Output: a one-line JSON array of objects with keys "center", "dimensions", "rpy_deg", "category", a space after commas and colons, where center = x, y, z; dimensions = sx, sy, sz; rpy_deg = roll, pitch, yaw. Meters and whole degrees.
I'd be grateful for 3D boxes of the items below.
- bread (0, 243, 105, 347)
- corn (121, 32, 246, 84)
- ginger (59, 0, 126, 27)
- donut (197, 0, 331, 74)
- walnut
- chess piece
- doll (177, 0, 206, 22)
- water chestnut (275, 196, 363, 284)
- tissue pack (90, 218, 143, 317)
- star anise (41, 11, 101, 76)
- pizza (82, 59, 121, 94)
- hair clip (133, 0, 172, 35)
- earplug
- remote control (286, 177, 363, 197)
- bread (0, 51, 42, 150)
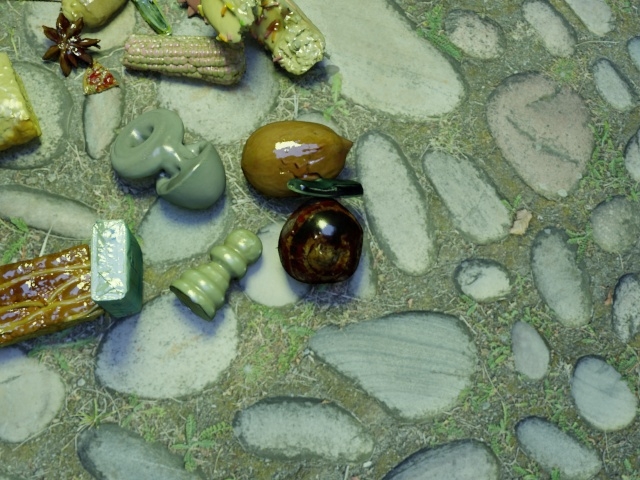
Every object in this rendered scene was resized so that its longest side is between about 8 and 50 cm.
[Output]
[{"center": [-0.658, 0.131, 1.366], "dimensions": [0.275, 0.114, 0.184], "rpy_deg": [-16, 77, -11], "category": "bread"}, {"center": [-0.368, -0.501, 1.590], "dimensions": [0.335, 0.126, 0.126], "rpy_deg": [6, 73, -3], "category": "corn"}, {"center": [-0.605, -0.689, 1.591], "dimensions": [0.138, 0.152, 0.267], "rpy_deg": [39, 95, 2], "category": "ginger"}, {"center": [-0.168, -0.592, 1.543], "dimensions": [0.371, 0.150, 0.307], "rpy_deg": [6, 46, -52], "category": "donut"}, {"center": [-0.057, -0.214, 1.502], "dimensions": [0.298, 0.203, 0.203], "rpy_deg": [-14, 76, 1], "category": "walnut"}, {"center": [-0.242, 0.070, 1.443], "dimensions": [0.133, 0.133, 0.243], "rpy_deg": [39, 68, 4], "category": "chess piece"}, {"center": [-0.315, -0.732, 1.636], "dimensions": [0.211, 0.093, 0.262], "rpy_deg": [-19, 110, 6], "category": "doll"}, {"center": [0.000, 0.000, 1.468], "dimensions": [0.224, 0.238, 0.223], "rpy_deg": [-12, 117, -24], "category": "water chestnut"}, {"center": [-0.460, 0.071, 1.333], "dimensions": [0.089, 0.263, 0.177], "rpy_deg": [-2, 75, -12], "category": "tissue pack"}, {"center": [-0.673, -0.522, 1.554], "dimensions": [0.168, 0.057, 0.168], "rpy_deg": [-2, 106, -7], "category": "star anise"}, {"center": [-0.605, -0.450, 1.581], "dimensions": [0.100, 0.029, 0.099], "rpy_deg": [-17, 77, -13], "category": "pizza"}, {"center": [-0.476, -0.648, 1.654], "dimensions": [0.060, 0.033, 0.188], "rpy_deg": [-31, 78, -17], "category": "hair clip"}, {"center": [-0.386, -0.205, 1.483], "dimensions": [0.325, 0.175, 0.214], "rpy_deg": [34, 76, 12], "category": "earplug"}, {"center": [0.017, -0.128, 1.429], "dimensions": [0.222, 0.072, 0.042], "rpy_deg": [-2, 110, -40], "category": "remote control"}, {"center": [-0.905, -0.294, 1.423], "dimensions": [0.375, 0.165, 0.236], "rpy_deg": [-20, 74, -13], "category": "bread"}]
